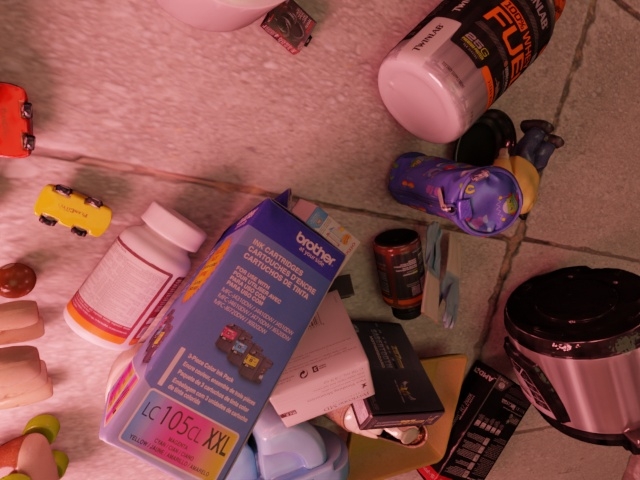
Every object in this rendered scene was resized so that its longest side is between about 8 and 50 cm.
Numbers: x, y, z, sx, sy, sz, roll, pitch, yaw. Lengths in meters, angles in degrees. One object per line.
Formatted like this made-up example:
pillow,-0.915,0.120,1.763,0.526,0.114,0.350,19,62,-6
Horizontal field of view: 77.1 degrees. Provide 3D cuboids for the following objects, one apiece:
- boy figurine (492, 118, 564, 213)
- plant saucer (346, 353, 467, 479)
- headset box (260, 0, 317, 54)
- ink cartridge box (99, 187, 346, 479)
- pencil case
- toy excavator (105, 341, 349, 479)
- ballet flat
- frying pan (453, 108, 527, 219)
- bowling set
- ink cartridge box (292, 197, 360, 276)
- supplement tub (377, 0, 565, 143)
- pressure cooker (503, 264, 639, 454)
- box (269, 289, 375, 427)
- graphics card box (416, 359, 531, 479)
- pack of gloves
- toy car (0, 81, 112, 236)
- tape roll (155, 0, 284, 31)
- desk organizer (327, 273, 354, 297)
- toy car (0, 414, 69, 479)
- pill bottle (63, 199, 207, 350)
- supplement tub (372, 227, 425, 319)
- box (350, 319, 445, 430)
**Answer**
boy figurine,0.452,-0.130,0.935,0.177,0.092,0.285,30,92,-30
plant saucer,0.202,0.440,1.035,0.333,0.081,0.332,2,105,-28
headset box,-0.051,-0.369,0.691,0.083,0.032,0.062,32,89,-29
ink cartridge box,-0.132,0.106,0.605,0.151,0.270,0.395,39,66,-15
pencil case,0.234,-0.097,0.765,0.133,0.306,0.119,-11,109,-12
toy excavator,-0.156,0.387,0.789,0.433,0.222,0.444,-7,94,-24
ballet flat,0.125,0.381,0.870,0.316,0.106,0.107,28,91,-31
frying pan,0.439,-0.191,0.986,0.326,0.053,0.197,19,97,-32
bowling set,-0.483,0.140,0.563,0.154,0.287,0.199,-7,65,-33
ink cartridge box,0.000,0.000,0.794,0.143,0.090,0.092,37,86,-30
supplement tub,0.289,-0.366,0.766,0.338,0.207,0.207,-46,120,-8
pressure cooker,0.730,0.326,1.080,0.370,0.376,0.420,-40,113,-36
box,-0.015,0.219,0.766,0.181,0.181,0.119,-20,132,-4
graphics card box,0.463,0.566,1.199,0.233,0.094,0.370,32,90,-30
pack of gloves,0.269,0.081,0.934,0.195,0.046,0.231,33,60,-43
toy car,-0.454,-0.069,0.561,0.225,0.053,0.239,-33,116,-15
tape roll,-0.137,-0.434,0.549,0.246,0.169,0.245,-8,108,-26
desk organizer,0.001,0.109,0.849,0.130,0.050,0.047,-11,76,-8
toy car,-0.518,0.382,0.613,0.189,0.155,0.148,-6,107,-16
pill bottle,-0.288,0.053,0.643,0.121,0.121,0.221,38,85,-31
supplement tub,0.182,0.080,0.903,0.106,0.106,0.197,-21,114,-21
box,0.133,0.278,0.860,0.184,0.232,0.059,10,126,-26
